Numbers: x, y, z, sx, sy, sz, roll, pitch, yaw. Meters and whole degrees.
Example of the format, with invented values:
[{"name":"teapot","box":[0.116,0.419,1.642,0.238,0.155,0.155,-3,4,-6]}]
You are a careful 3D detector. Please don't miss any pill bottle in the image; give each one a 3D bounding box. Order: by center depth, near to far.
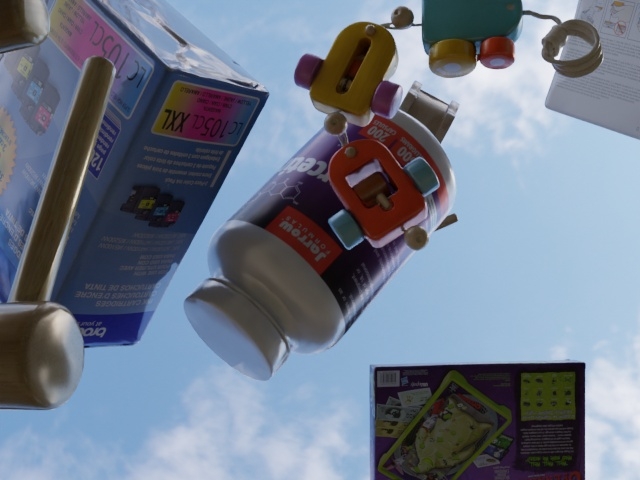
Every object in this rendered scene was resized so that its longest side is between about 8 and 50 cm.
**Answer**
[{"name":"pill bottle","box":[0.000,0.000,1.043,0.181,0.181,0.323,46,-117,-5]}]

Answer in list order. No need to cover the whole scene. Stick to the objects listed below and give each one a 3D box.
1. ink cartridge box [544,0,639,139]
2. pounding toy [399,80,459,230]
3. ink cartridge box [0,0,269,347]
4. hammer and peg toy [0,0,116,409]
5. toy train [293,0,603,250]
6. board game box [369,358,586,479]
[{"name":"ink cartridge box","box":[0.522,-0.298,1.478,0.066,0.296,0.261,2,-70,-38]},{"name":"pounding toy","box":[0.139,-0.085,1.371,0.155,0.154,0.269,28,-84,1]},{"name":"ink cartridge box","box":[-0.260,-0.068,1.004,0.151,0.395,0.270,3,-146,-49]},{"name":"hammer and peg toy","box":[-0.236,-0.084,0.449,0.127,0.361,0.266,-9,-135,16]},{"name":"toy train","box":[0.059,-0.070,0.488,0.166,0.046,0.125,-38,-111,-3]},{"name":"board game box","box":[0.250,0.296,1.467,0.347,0.056,0.208,0,-94,-8]}]
